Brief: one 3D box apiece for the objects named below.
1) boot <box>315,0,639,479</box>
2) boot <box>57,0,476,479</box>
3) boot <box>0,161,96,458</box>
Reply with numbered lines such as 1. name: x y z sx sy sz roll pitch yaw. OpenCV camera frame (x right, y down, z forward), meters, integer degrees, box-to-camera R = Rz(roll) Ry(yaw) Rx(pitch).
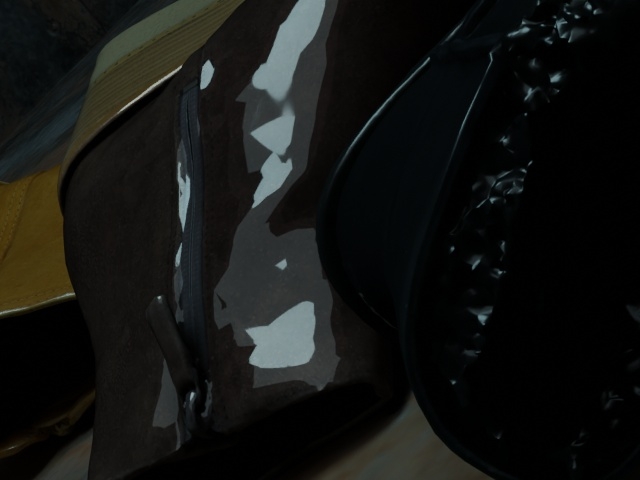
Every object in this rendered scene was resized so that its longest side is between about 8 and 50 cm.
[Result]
1. boot: 0.096 -0.060 0.442 0.246 0.094 0.207 -50 9 -1
2. boot: 0.016 -0.033 0.615 0.248 0.090 0.207 -33 43 27
3. boot: -0.172 0.046 0.914 0.295 0.104 0.211 -31 16 29
